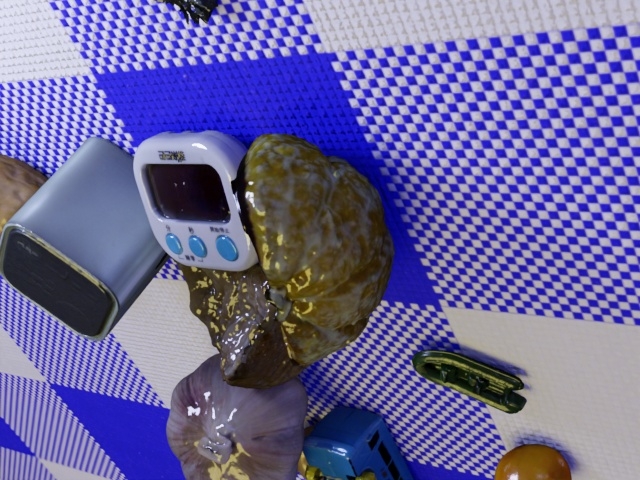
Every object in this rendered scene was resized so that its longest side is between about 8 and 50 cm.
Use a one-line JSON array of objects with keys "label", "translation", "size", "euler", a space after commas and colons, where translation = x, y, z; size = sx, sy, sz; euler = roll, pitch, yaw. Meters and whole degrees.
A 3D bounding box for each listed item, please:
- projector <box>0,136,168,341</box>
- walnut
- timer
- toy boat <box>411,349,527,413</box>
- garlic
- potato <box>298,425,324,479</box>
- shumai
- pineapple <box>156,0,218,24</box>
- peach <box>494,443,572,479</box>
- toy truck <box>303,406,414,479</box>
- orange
[{"label": "projector", "translation": [-0.417, 0.000, 1.789], "size": [0.248, 0.249, 0.248], "euler": [36, 145, -2]}, {"label": "walnut", "translation": [-0.642, -0.054, 1.945], "size": [0.257, 0.257, 0.224], "euler": [31, 113, 6]}, {"label": "timer", "translation": [-0.193, -0.069, 1.616], "size": [0.262, 0.087, 0.237], "euler": [4, 116, 41]}, {"label": "toy boat", "translation": [0.257, 0.238, 1.678], "size": [0.210, 0.052, 0.104], "euler": [20, 145, 19]}, {"label": "garlic", "translation": [-0.170, 0.379, 1.950], "size": [0.322, 0.322, 0.241], "euler": [-5, 160, 43]}, {"label": "potato", "translation": [-0.006, 0.473, 2.134], "size": [0.112, 0.112, 0.147], "euler": [5, 129, 37]}, {"label": "shumai", "translation": [-0.117, 0.101, 1.783], "size": [0.283, 0.217, 0.346], "euler": [53, 142, 33]}, {"label": "pineapple", "translation": [-0.220, -0.360, 1.363], "size": [0.159, 0.074, 0.074], "euler": [30, 146, -7]}, {"label": "peach", "translation": [0.377, 0.433, 1.743], "size": [0.138, 0.138, 0.138], "euler": [23, 143, 18]}, {"label": "toy truck", "translation": [0.099, 0.521, 2.050], "size": [0.161, 0.162, 0.385], "euler": [3, 133, 38]}, {"label": "orange", "translation": [0.000, 0.000, 1.456], "size": [0.210, 0.271, 0.368], "euler": [-18, 124, 2]}]
